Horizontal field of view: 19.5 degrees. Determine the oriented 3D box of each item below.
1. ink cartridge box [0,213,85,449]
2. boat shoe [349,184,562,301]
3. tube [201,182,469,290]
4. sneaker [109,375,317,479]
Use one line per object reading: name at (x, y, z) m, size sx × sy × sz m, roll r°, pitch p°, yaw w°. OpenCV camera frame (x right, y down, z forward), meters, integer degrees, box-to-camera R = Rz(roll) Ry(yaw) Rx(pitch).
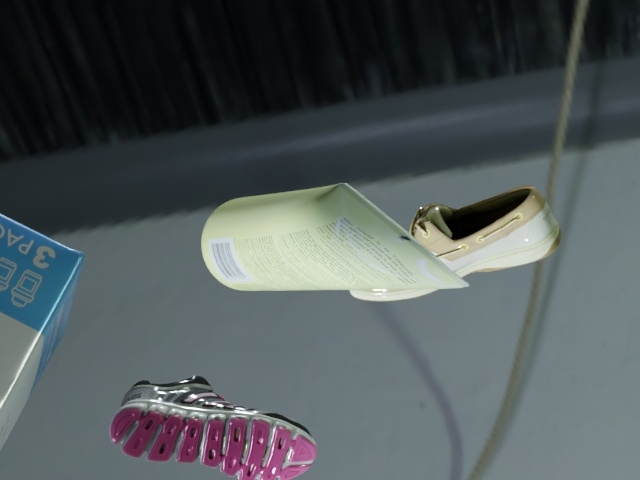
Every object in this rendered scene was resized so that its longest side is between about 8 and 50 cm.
ink cartridge box at (-0.164, 0.065, 0.612) m, size 0.104 × 0.061 × 0.181 m, roll 25°, pitch 58°, yaw -1°
boat shoe at (0.077, -0.002, 1.135) m, size 0.135 × 0.045 × 0.050 m, roll -18°, pitch 29°, yaw 11°
tube at (0.000, 0.000, 1.103) m, size 0.070 × 0.062 × 0.240 m, roll -5°, pitch 1°, yaw -23°
sneaker at (-0.086, 0.147, 1.510) m, size 0.170 × 0.063 × 0.075 m, roll 10°, pitch 27°, yaw -10°
